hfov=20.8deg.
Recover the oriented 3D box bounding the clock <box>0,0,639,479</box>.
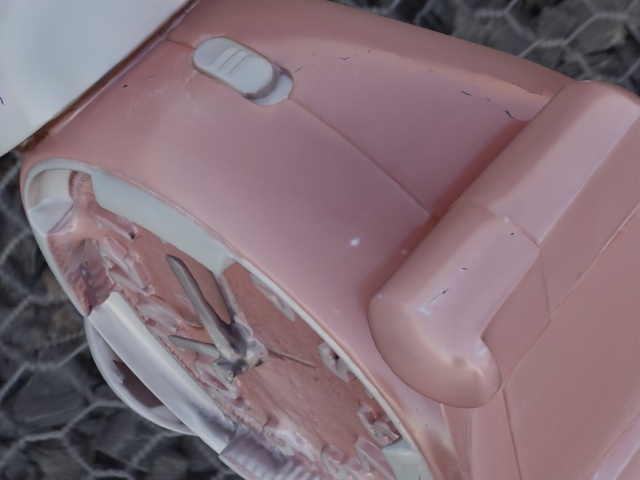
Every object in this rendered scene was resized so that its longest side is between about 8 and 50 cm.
[{"bbox_3d":[0.000,0.000,0.407,0.162,0.166,0.092,26,63,28],"label":"clock"}]
